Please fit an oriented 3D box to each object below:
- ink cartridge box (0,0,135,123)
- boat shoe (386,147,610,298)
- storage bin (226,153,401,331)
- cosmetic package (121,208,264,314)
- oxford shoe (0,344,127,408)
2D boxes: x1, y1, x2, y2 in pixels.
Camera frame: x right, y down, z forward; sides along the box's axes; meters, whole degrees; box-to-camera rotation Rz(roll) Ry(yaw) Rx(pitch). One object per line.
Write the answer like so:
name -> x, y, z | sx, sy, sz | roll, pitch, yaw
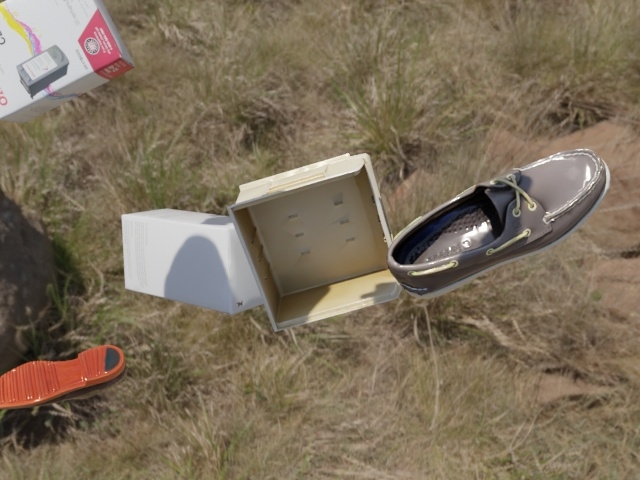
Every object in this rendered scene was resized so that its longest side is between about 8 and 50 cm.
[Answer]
ink cartridge box -> -0.606, -0.425, 1.524 | 0.306, 0.131, 0.226 | -27, 96, 0
boat shoe -> 0.239, -0.031, 0.934 | 0.324, 0.097, 0.116 | -29, 61, 11
storage bin -> 0.000, 0.000, 1.284 | 0.260, 0.262, 0.123 | -16, 22, 8
cosmetic package -> -0.291, 0.039, 1.612 | 0.365, 0.197, 0.155 | 9, 13, 35
oxford shoe -> -0.526, 0.297, 1.391 | 0.271, 0.098, 0.097 | -12, 51, -13
